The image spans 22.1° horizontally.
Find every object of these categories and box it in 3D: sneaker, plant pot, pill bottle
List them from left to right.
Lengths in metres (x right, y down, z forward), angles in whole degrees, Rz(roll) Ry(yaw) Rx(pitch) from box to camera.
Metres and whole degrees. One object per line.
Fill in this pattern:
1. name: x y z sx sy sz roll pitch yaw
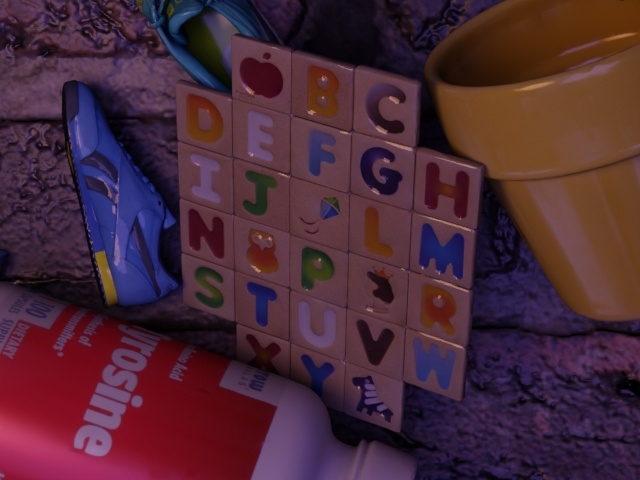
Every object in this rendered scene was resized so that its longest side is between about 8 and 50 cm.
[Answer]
1. sneaker: -0.178 -0.045 1.464 0.082 0.069 0.209 -14 96 -9
2. pill bottle: -0.135 0.202 1.411 0.407 0.229 0.229 19 100 2
3. sneaker: -0.118 -0.218 1.404 0.107 0.110 0.275 -41 92 10
4. plant pot: 0.240 -0.075 1.339 0.254 0.254 0.239 -19 113 8

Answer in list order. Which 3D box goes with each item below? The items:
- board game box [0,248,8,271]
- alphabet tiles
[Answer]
1. board game box: -0.415 0.044 1.508 0.211 0.039 0.160 23 100 2
2. alphabet tiles: 0.000 0.000 1.378 0.285 0.011 0.343 18 126 25
